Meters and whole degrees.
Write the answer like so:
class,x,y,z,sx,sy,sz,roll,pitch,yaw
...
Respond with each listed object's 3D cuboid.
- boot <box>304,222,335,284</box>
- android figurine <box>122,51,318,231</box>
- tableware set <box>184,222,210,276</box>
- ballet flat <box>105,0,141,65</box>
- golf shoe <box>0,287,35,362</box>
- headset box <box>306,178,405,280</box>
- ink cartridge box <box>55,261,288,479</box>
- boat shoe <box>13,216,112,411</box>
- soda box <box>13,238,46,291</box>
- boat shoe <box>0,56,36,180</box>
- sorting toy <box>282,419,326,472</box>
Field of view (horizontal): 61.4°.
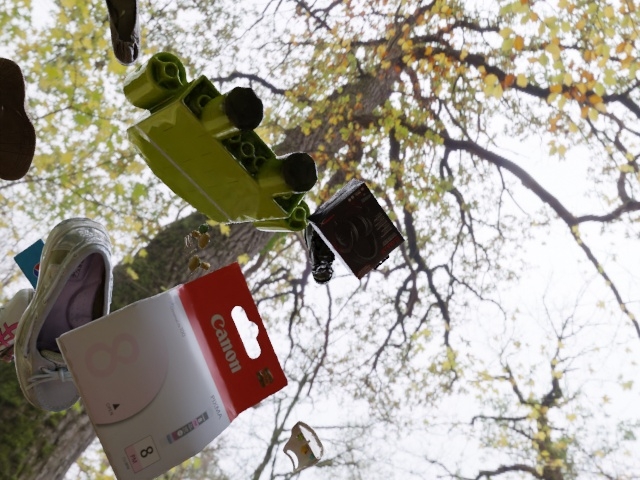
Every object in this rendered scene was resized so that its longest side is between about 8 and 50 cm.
class,x,y,z,sx,sy,sz,roll,pitch,yaw
boot,-0.001,0.000,0.793,0.045,0.121,0.099,-5,-26,-3
android figurine,-0.122,-0.094,0.618,0.248,0.056,0.272,46,-25,-25
tableware set,-0.353,0.027,1.583,0.104,0.154,0.024,-35,-39,23
ballet flat,-0.440,-0.513,1.191,0.084,0.250,0.058,-5,-3,-18
golf shoe,-0.568,0.153,0.962,0.085,0.068,0.186,18,-59,-42
headset box,0.037,-0.008,0.525,0.062,0.032,0.083,-39,-70,-6
ink cartridge box,-0.160,0.149,0.644,0.066,0.232,0.189,-13,-80,66
boat shoe,-0.371,0.128,0.793,0.118,0.103,0.321,10,-70,-37
soda box,-0.564,0.100,1.160,0.210,0.071,0.067,48,-13,15
boat shoe,-0.737,-0.278,1.270,0.089,0.104,0.286,-7,-96,48
sorting toy,-0.036,0.403,1.036,0.075,0.083,0.044,-43,-32,12
